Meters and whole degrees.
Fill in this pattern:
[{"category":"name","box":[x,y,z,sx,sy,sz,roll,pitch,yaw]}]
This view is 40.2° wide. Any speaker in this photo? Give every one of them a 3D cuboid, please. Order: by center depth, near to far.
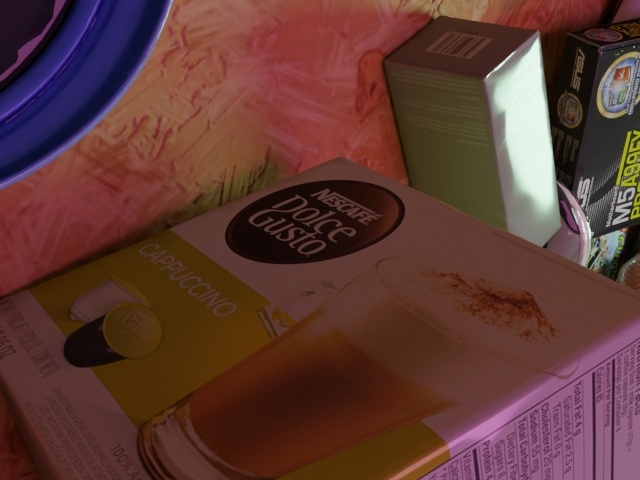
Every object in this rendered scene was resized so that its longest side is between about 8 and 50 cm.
[{"category":"speaker","box":[0.384,-0.263,1.115,0.055,0.055,0.136,39,77,-47]}]

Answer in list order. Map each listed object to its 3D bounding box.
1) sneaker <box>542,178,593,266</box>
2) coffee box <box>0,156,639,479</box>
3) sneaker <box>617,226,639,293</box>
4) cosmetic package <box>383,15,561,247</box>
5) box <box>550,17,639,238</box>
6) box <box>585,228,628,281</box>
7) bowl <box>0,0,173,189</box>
[{"category":"sneaker","box":[0.262,0.044,1.078,0.108,0.100,0.271,-22,121,-34]},{"category":"coffee box","box":[0.002,0.181,0.632,0.334,0.337,0.338,-25,122,-24]},{"category":"sneaker","box":[0.490,0.073,1.284,0.302,0.108,0.121,-46,147,-50]},{"category":"cosmetic package","box":[0.160,-0.093,0.891,0.107,0.127,0.238,-43,134,-28]},{"category":"box","box":[0.385,-0.139,1.092,0.216,0.060,0.270,-15,126,-25]},{"category":"box","box":[0.385,0.054,1.256,0.114,0.036,0.207,-4,108,-46]},{"category":"bowl","box":[-0.244,-0.206,0.453,0.391,0.077,0.391,-21,120,-41]}]
